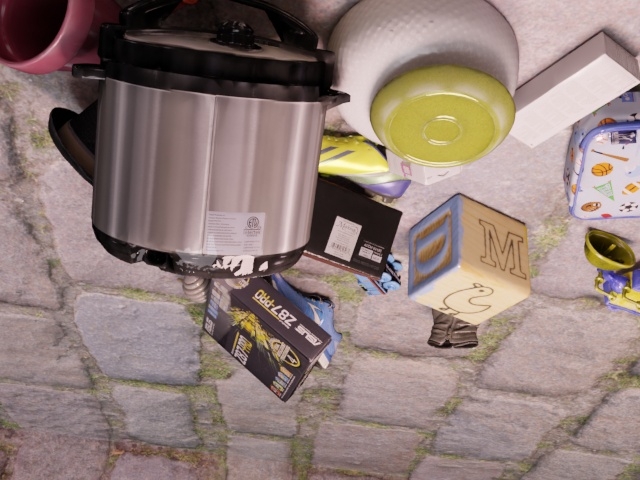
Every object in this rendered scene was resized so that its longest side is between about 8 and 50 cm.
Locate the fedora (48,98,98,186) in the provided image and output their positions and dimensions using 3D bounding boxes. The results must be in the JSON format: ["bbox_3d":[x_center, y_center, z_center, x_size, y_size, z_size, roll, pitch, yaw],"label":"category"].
[{"bbox_3d":[-0.347,-0.178,1.556,0.152,0.334,0.334,-45,127,14],"label":"fedora"}]

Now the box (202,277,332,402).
[{"bbox_3d":[-0.150,0.237,2.083,0.318,0.097,0.395,42,154,8],"label":"box"}]

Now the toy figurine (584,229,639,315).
[{"bbox_3d":[0.715,0.129,1.873,0.363,0.191,0.217,16,150,-13],"label":"toy figurine"}]

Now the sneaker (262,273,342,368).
[{"bbox_3d":[-0.053,0.186,2.148,0.130,0.147,0.330,8,140,50],"label":"sneaker"}]

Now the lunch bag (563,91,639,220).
[{"bbox_3d":[0.593,-0.156,1.519,0.243,0.114,0.303,0,147,6],"label":"lunch bag"}]

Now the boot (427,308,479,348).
[{"bbox_3d":[0.392,0.199,2.042,0.247,0.161,0.083,-11,144,24],"label":"boot"}]

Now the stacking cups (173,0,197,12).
[{"bbox_3d":[-0.143,-0.432,1.241,0.316,0.096,0.096,-21,138,38],"label":"stacking cups"}]

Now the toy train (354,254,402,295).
[{"bbox_3d":[0.127,0.068,1.966,0.105,0.080,0.184,-8,145,31],"label":"toy train"}]

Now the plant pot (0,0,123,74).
[{"bbox_3d":[-0.415,-0.354,1.302,0.201,0.201,0.180,-10,172,23],"label":"plant pot"}]

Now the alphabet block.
[{"bbox_3d":[0.326,0.046,1.794,0.197,0.193,0.192,21,145,-22],"label":"alphabet block"}]

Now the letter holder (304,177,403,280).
[{"bbox_3d":[-0.024,-0.041,1.688,0.302,0.152,0.214,21,175,-23],"label":"letter holder"}]

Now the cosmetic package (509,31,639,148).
[{"bbox_3d":[0.431,-0.260,1.431,0.099,0.060,0.239,28,141,-27],"label":"cosmetic package"}]

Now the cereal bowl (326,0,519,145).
[{"bbox_3d":[0.173,-0.264,1.397,0.339,0.141,0.339,3,146,2],"label":"cereal bowl"}]

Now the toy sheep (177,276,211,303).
[{"bbox_3d":[-0.320,0.114,2.104,0.091,0.091,0.132,-10,138,24],"label":"toy sheep"}]

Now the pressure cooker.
[{"bbox_3d":[-0.168,-0.182,1.300,0.376,0.370,0.420,15,107,26],"label":"pressure cooker"}]

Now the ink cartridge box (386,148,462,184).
[{"bbox_3d":[0.197,-0.154,1.549,0.089,0.122,0.052,-23,119,-24],"label":"ink cartridge box"}]

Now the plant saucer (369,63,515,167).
[{"bbox_3d":[0.201,-0.192,1.340,0.241,0.037,0.241,4,146,3],"label":"plant saucer"}]

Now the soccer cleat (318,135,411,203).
[{"bbox_3d":[0.053,-0.174,1.625,0.289,0.093,0.121,20,114,-13],"label":"soccer cleat"}]
